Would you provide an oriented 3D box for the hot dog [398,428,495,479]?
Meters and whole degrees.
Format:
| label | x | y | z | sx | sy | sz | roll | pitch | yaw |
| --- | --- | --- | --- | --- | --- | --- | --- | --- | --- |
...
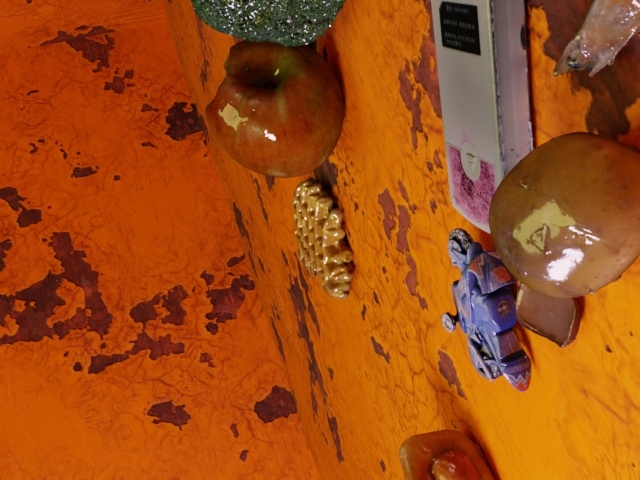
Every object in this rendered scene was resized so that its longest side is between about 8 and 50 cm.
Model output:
| label | x | y | z | sx | sy | sz | roll | pitch | yaw |
| --- | --- | --- | --- | --- | --- | --- | --- | --- | --- |
| hot dog | 0.206 | 0.425 | 1.250 | 0.153 | 0.150 | 0.256 | -161 | 57 | -85 |

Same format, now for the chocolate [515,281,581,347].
| label | x | y | z | sx | sy | sz | roll | pitch | yaw |
| --- | --- | --- | --- | --- | --- | --- | --- | --- | --- |
| chocolate | 0.255 | 0.074 | 0.905 | 0.101 | 0.031 | 0.064 | -147 | 62 | -65 |

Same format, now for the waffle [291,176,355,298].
| label | x | y | z | sx | sy | sz | roll | pitch | yaw |
| --- | --- | --- | --- | --- | --- | --- | --- | --- | --- |
| waffle | -0.002 | 0.000 | 1.786 | 0.309 | 0.065 | 0.283 | 120 | 134 | -73 |

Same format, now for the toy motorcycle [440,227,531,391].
| label | x | y | z | sx | sy | sz | roll | pitch | yaw |
| --- | --- | --- | --- | --- | --- | --- | --- | --- | --- |
| toy motorcycle | 0.208 | 0.084 | 1.032 | 0.114 | 0.076 | 0.205 | 8 | 113 | 68 |

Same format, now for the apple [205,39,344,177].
| label | x | y | z | sx | sy | sz | roll | pitch | yaw |
| --- | --- | --- | --- | --- | --- | --- | --- | --- | --- |
| apple | -0.080 | -0.229 | 1.476 | 0.226 | 0.246 | 0.246 | 82 | 167 | -59 |

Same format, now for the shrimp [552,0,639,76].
| label | x | y | z | sx | sy | sz | roll | pitch | yaw |
| --- | --- | --- | --- | --- | --- | --- | --- | --- | --- |
| shrimp | 0.233 | -0.217 | 0.653 | 0.223 | 0.048 | 0.126 | 112 | 148 | -60 |

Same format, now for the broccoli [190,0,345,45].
| label | x | y | z | sx | sy | sz | roll | pitch | yaw |
| --- | --- | --- | --- | --- | --- | --- | --- | --- | --- |
| broccoli | -0.085 | -0.438 | 1.310 | 0.308 | 0.308 | 0.275 | 106 | -179 | -65 |

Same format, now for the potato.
| label | x | y | z | sx | sy | sz | roll | pitch | yaw |
| --- | --- | --- | --- | --- | --- | --- | --- | --- | --- |
| potato | 0.223 | -0.019 | 0.740 | 0.176 | 0.137 | 0.137 | 101 | 151 | -57 |

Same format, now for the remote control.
| label | x | y | z | sx | sy | sz | roll | pitch | yaw |
| --- | --- | --- | --- | --- | --- | --- | --- | --- | --- |
| remote control | 0.177 | -0.174 | 0.907 | 0.145 | 0.050 | 0.343 | -133 | 30 | -63 |
